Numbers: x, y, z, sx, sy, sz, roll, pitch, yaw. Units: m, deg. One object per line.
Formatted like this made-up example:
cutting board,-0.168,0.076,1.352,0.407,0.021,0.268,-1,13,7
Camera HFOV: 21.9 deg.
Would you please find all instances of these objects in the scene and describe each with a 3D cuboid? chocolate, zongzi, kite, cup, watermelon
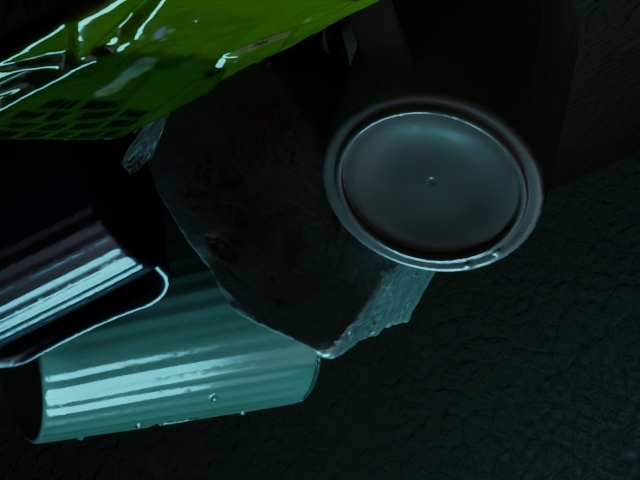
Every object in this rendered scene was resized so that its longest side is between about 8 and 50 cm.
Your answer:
chocolate,-0.143,-0.188,1.224,0.289,0.137,0.301,-25,171,26
zongzi,-0.066,-0.162,1.679,0.205,0.094,0.204,-18,160,-2
kite,-0.113,-0.157,1.455,0.229,0.016,0.127,-59,-179,3
cup,-0.230,0.111,2.208,0.392,0.310,0.401,-11,165,-23
cup,0.124,-0.153,1.506,0.208,0.273,0.288,10,131,9
cup,-0.298,0.003,1.496,0.292,0.308,0.242,-26,-157,11
watermelon,0.000,0.000,1.628,0.228,0.258,0.387,-31,130,28
